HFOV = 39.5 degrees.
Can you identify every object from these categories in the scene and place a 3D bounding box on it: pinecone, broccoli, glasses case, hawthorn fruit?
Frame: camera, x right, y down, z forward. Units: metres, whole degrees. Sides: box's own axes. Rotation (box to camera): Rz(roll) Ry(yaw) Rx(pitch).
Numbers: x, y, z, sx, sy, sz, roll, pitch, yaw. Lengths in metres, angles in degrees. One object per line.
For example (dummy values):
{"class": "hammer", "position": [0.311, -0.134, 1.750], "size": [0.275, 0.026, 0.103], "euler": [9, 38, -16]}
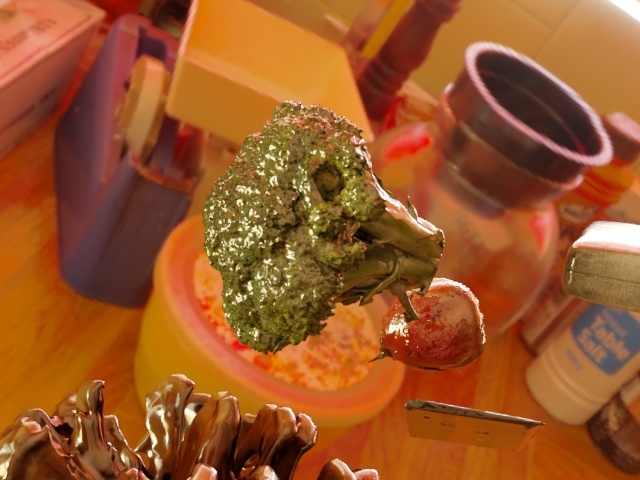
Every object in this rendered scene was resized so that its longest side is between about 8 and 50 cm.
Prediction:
{"class": "pinecone", "position": [-0.052, 0.142, 0.345], "size": [0.195, 0.150, 0.179], "euler": [44, 62, -5]}
{"class": "broccoli", "position": [0.000, 0.000, 1.035], "size": [0.283, 0.304, 0.321], "euler": [13, 6, -15]}
{"class": "glasses case", "position": [0.380, 0.026, 1.097], "size": [0.131, 0.074, 0.323], "euler": [12, 10, 19]}
{"class": "hawthorn fruit", "position": [0.187, 0.166, 1.638], "size": [0.181, 0.235, 0.181], "euler": [157, -90, -90]}

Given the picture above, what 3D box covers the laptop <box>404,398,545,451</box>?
{"class": "laptop", "position": [0.156, 0.198, 0.933], "size": [0.135, 0.197, 0.016], "euler": [7, 72, 10]}
